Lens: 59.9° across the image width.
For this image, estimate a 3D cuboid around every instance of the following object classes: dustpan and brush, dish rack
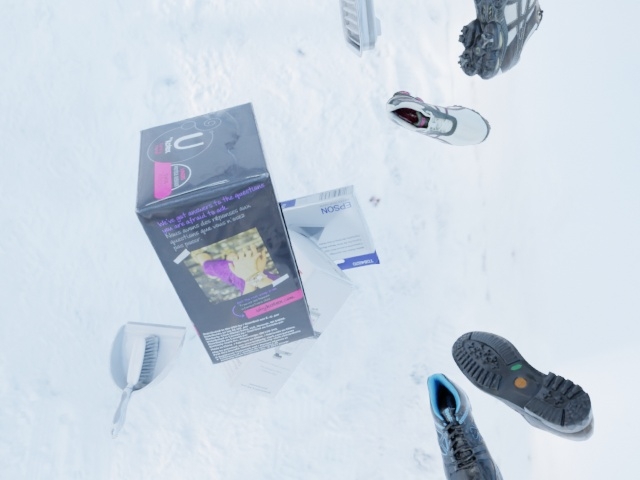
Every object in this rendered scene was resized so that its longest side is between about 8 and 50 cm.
[{"bbox_3d":[-0.338,0.251,1.012,0.147,0.060,0.211,2,72,19],"label":"dustpan and brush"},{"bbox_3d":[0.094,-0.669,1.457,0.072,0.285,0.333,-11,118,-4],"label":"dish rack"}]

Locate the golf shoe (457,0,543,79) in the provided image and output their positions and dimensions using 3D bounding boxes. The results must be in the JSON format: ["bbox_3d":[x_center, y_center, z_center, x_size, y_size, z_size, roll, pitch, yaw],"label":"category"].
[{"bbox_3d":[0.231,-0.300,0.681,0.094,0.198,0.077,-16,43,-28],"label":"golf shoe"}]

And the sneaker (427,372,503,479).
[{"bbox_3d":[0.322,0.474,1.313,0.139,0.125,0.341,53,14,-39],"label":"sneaker"}]

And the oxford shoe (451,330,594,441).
[{"bbox_3d":[0.272,0.205,0.773,0.083,0.227,0.096,-42,127,-8],"label":"oxford shoe"}]

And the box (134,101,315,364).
[{"bbox_3d":[-0.110,-0.002,0.684,0.143,0.270,0.165,-15,42,-3],"label":"box"}]

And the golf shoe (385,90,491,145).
[{"bbox_3d":[0.291,-0.294,1.407,0.273,0.105,0.120,18,28,10],"label":"golf shoe"}]

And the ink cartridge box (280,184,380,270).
[{"bbox_3d":[0.000,0.000,1.229,0.045,0.223,0.224,-81,153,-52],"label":"ink cartridge box"}]

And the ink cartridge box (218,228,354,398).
[{"bbox_3d":[-0.095,0.134,1.108,0.117,0.207,0.283,29,100,-39],"label":"ink cartridge box"}]
